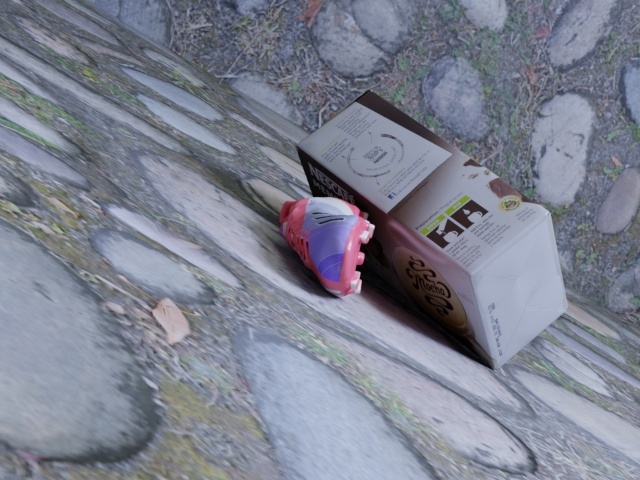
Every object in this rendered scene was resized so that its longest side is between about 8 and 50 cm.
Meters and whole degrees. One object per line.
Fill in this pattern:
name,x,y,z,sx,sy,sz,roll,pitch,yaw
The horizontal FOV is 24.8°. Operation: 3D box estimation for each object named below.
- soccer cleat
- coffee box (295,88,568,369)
soccer cleat,0.000,0.000,1.458,0.095,0.083,0.248,12,10,-1
coffee box,0.120,-0.017,1.601,0.297,0.119,0.168,39,-20,39
